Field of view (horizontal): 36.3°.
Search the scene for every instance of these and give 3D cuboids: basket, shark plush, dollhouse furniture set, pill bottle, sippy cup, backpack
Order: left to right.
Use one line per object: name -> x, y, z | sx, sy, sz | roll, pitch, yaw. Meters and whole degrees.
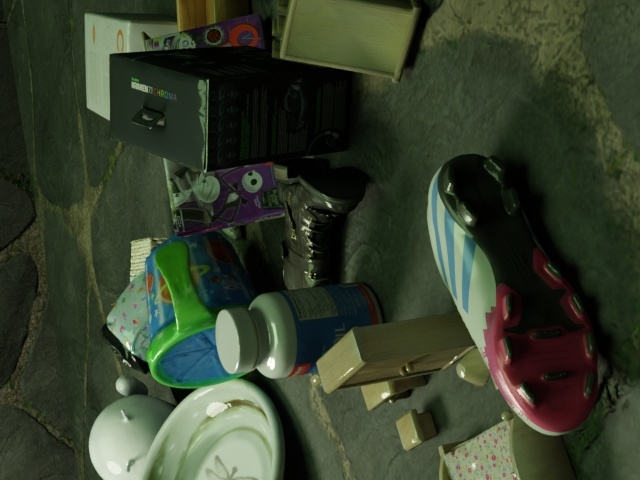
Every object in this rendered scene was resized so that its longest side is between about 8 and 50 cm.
backpack -> -0.337, 0.151, 1.905 | 0.152, 0.115, 0.182 | 39, 93, 30
basket -> -0.344, 0.045, 2.137 | 0.167, 0.113, 0.103 | -4, 88, 64
sippy cup -> -0.213, 0.113, 1.746 | 0.305, 0.240, 0.224 | -57, 43, 44
shark plush -> -0.199, -0.041, 1.893 | 0.161, 0.073, 0.067 | 12, 136, 58
pill bottle -> -0.032, 0.131, 1.399 | 0.124, 0.222, 0.124 | 23, 116, 61
dollhouse furniture set -> 0.032, -0.329, 1.325 | 0.242, 0.161, 0.212 | -93, 15, -53
dollhouse furniture set -> 0.131, 0.281, 1.159 | 0.303, 0.174, 0.355 | -50, 51, 56

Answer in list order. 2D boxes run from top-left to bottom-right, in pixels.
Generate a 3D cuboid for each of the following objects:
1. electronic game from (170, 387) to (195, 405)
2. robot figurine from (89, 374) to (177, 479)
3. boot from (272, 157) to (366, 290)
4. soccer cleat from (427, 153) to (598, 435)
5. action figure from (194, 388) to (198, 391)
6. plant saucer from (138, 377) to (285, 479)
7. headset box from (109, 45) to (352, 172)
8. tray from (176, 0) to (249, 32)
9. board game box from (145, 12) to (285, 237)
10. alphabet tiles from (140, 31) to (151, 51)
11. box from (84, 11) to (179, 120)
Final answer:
electronic game -> -0.277, 0.284, 2.115 | 0.229, 0.048, 0.229 | 21, 116, 52
robot figurine -> -0.376, 0.437, 2.099 | 0.353, 0.200, 0.299 | 75, 174, -76
boot -> 0.000, 0.000, 1.482 | 0.263, 0.091, 0.228 | -149, 53, -64
soccer cleat -> 0.204, 0.062, 1.065 | 0.143, 0.116, 0.331 | 100, 156, -62
action figure -> -0.276, 0.171, 1.989 | 0.185, 0.099, 0.285 | -39, 69, 30
plant saucer -> -0.186, 0.458, 1.806 | 0.401, 0.101, 0.400 | -28, 47, 34
headset box -> -0.140, -0.199, 1.422 | 0.246, 0.283, 0.131 | 21, 115, 43
tray -> -0.194, -0.314, 1.804 | 0.203, 0.076, 0.410 | 14, 107, 63
board game box -> -0.169, -0.194, 1.645 | 0.056, 0.208, 0.346 | 54, -155, -80
alphabet tiles -> -0.273, -0.236, 1.766 | 0.198, 0.009, 0.237 | 37, -137, -79
box -> -0.367, -0.359, 2.034 | 0.345, 0.168, 0.214 | 30, 122, 59
